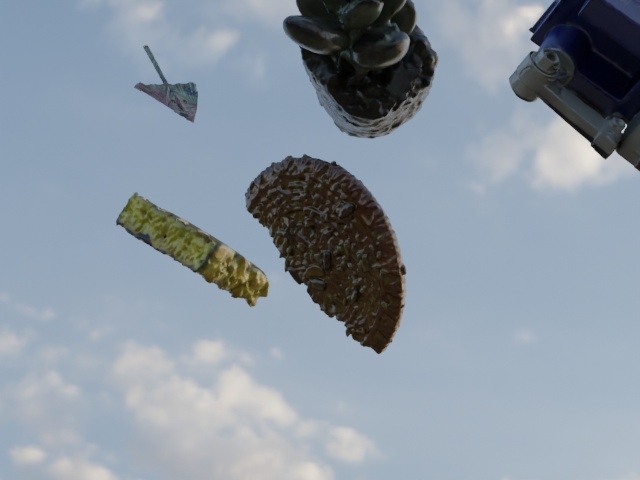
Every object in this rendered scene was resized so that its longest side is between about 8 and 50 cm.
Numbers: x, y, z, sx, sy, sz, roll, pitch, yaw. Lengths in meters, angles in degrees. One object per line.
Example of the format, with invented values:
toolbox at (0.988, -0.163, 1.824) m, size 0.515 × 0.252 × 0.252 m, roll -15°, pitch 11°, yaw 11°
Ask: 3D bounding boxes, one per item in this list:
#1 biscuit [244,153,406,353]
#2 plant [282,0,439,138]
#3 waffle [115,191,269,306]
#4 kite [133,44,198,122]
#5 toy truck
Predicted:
biscuit at (0.009, -0.003, 1.254) m, size 0.025 × 0.206 × 0.126 m, roll -17°, pitch -33°, yaw -45°
plant at (0.047, -0.220, 1.522) m, size 0.149 × 0.146 × 0.274 m, roll 41°, pitch -6°, yaw 18°
waffle at (-0.149, 0.023, 1.833) m, size 0.160 × 0.055 × 0.211 m, roll 29°, pitch -5°, yaw 33°
kite at (-0.227, -0.229, 2.039) m, size 0.005 × 0.152 × 0.137 m, roll -47°, pitch -19°, yaw 30°
toy truck at (0.275, -0.134, 1.139) m, size 0.213 × 0.177 × 0.161 m, roll 35°, pitch -42°, yaw 0°
